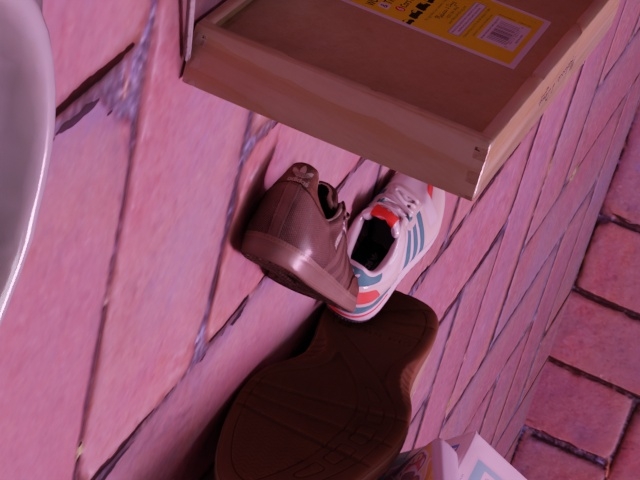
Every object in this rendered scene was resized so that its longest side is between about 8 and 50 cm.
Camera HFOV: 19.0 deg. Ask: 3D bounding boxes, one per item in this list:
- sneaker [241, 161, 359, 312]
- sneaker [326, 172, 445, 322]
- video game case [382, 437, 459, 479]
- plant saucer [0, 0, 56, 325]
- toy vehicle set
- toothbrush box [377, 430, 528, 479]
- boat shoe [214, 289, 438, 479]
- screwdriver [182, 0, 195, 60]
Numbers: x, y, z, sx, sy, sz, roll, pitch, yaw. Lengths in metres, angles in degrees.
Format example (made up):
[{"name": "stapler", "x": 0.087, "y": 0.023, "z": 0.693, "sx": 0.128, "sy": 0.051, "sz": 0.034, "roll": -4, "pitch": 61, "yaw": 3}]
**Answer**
[{"name": "sneaker", "x": 0.000, "y": 0.000, "z": 1.279, "sx": 0.071, "sy": 0.066, "sz": 0.188, "roll": -66, "pitch": 168, "yaw": -5}, {"name": "sneaker", "x": 0.058, "y": -0.011, "z": 1.512, "sx": 0.161, "sy": 0.057, "sz": 0.075, "roll": -55, "pitch": 168, "yaw": -32}, {"name": "video game case", "x": 0.016, "y": 0.259, "z": 1.316, "sx": 0.206, "sy": 0.026, "sz": 0.227, "roll": -41, "pitch": -162, "yaw": 19}, {"name": "plant saucer", "x": -0.169, "y": 0.003, "z": 0.535, "sx": 0.400, "sy": 0.100, "sz": 0.400, "roll": -60, "pitch": 166, "yaw": -25}, {"name": "toy vehicle set", "x": 0.057, "y": -0.120, "z": 1.069, "sx": 0.267, "sy": 0.166, "sz": 0.035, "roll": -47, "pitch": 157, "yaw": -55}, {"name": "toothbrush box", "x": 0.030, "y": 0.290, "z": 1.477, "sx": 0.295, "sy": 0.126, "sz": 0.216, "roll": -23, "pitch": -151, "yaw": 53}, {"name": "boat shoe", "x": 0.008, "y": 0.148, "z": 1.450, "sx": 0.341, "sy": 0.121, "sz": 0.110, "roll": -45, "pitch": 155, "yaw": -61}, {"name": "screwdriver", "x": -0.056, "y": -0.136, "z": 0.906, "sx": 0.024, "sy": 0.025, "sz": 0.170, "roll": -58, "pitch": 164, "yaw": -32}]
